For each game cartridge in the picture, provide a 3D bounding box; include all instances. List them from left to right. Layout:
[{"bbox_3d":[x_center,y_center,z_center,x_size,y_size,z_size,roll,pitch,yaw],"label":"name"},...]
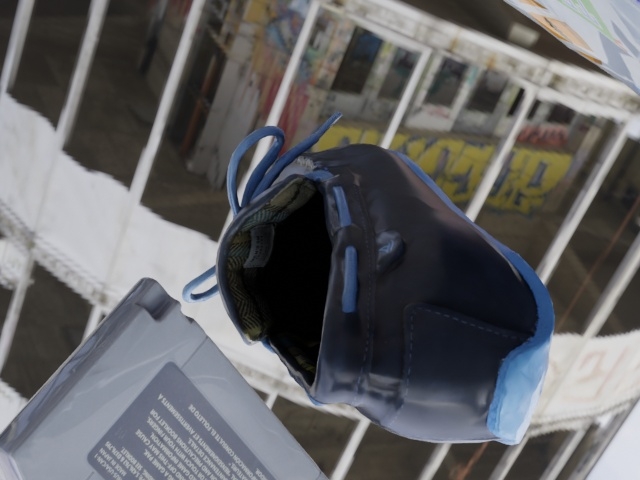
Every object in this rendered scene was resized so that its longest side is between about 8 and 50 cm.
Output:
[{"bbox_3d":[-0.113,0.199,0.843,0.198,0.297,0.062,-47,-148,-21],"label":"game cartridge"}]

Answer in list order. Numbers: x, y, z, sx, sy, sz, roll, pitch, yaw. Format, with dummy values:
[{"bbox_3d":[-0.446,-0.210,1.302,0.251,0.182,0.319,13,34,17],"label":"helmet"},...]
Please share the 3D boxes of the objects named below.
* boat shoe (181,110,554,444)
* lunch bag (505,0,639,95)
[{"bbox_3d":[0.000,0.000,0.432,0.089,0.109,0.258,7,-175,-19],"label":"boat shoe"},{"bbox_3d":[0.219,-0.138,0.361,0.328,0.385,0.239,41,-114,15],"label":"lunch bag"}]
